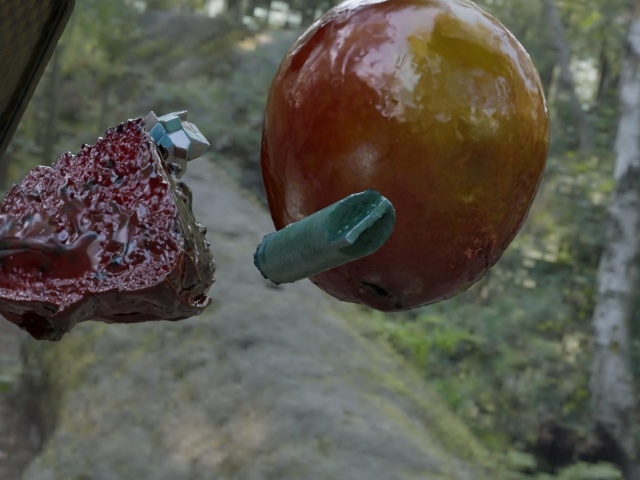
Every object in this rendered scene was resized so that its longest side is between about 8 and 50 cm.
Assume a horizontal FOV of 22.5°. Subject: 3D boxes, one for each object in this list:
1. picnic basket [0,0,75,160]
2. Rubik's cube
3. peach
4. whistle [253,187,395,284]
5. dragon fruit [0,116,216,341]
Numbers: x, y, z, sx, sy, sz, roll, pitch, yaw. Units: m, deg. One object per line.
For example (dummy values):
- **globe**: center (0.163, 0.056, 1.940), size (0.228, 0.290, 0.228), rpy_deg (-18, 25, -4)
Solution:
- **picnic basket**: center (-0.295, -0.141, 0.961), size (0.267, 0.165, 0.139), rpy_deg (1, 38, -45)
- **Rubik's cube**: center (-0.178, -0.124, 1.948), size (0.075, 0.073, 0.084), rpy_deg (47, 16, 13)
- **peach**: center (0.073, -0.074, 1.388), size (0.281, 0.281, 0.238), rpy_deg (16, -1, 30)
- **whistle**: center (0.000, 0.000, 0.989), size (0.039, 0.039, 0.186), rpy_deg (9, -10, -15)
- **dragon fruit**: center (-0.272, 0.066, 1.818), size (0.329, 0.228, 0.286), rpy_deg (-25, -30, -2)
